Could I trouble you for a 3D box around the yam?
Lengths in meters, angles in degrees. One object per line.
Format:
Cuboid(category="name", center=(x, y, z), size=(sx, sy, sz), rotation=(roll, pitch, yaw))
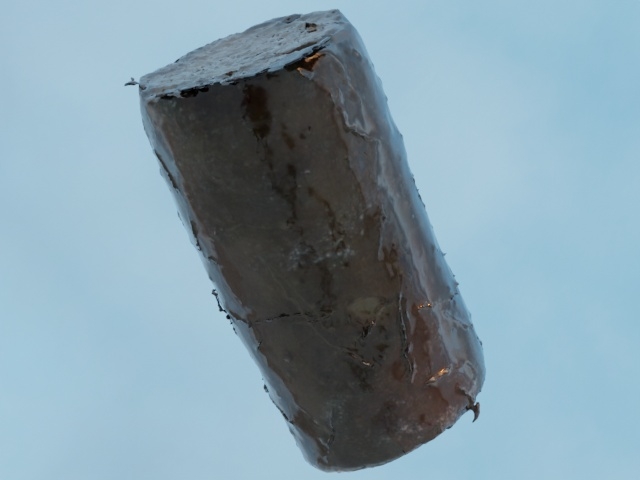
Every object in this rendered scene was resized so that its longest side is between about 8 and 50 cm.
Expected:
Cuboid(category="yam", center=(0.001, -0.001, 0.536), size=(0.079, 0.079, 0.141), rotation=(-15, -69, 22))
